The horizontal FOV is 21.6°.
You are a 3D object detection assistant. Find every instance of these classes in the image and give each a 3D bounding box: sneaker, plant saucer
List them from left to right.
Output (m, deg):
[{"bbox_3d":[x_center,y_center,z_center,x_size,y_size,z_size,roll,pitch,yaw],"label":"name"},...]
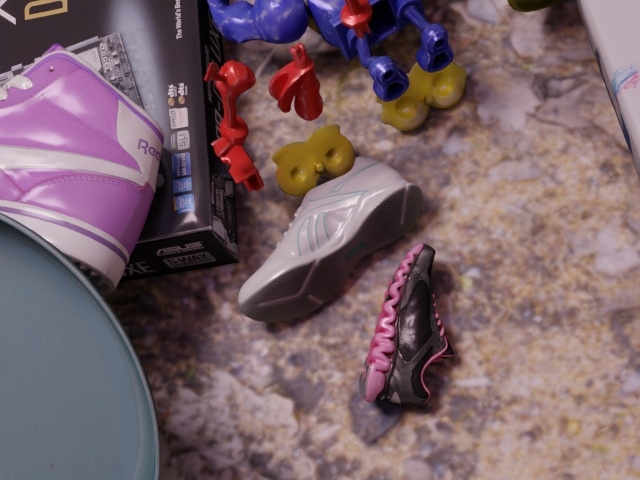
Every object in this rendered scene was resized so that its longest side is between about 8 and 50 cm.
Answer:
[{"bbox_3d":[-0.247,0.109,1.131,0.317,0.044,0.318,7,113,17],"label":"plant saucer"},{"bbox_3d":[-0.245,-0.070,1.182,0.282,0.102,0.161,15,71,8],"label":"sneaker"},{"bbox_3d":[0.000,0.000,1.199,0.152,0.054,0.061,-38,50,-5],"label":"sneaker"},{"bbox_3d":[0.067,0.061,1.162,0.057,0.047,0.119,17,75,0],"label":"sneaker"}]

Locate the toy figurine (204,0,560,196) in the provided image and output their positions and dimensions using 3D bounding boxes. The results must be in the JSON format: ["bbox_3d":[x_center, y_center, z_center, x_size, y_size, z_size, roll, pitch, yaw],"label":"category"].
[{"bbox_3d":[0.034,-0.225,1.207,0.362,0.191,0.217,-33,59,-2],"label":"toy figurine"}]

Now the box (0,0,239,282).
[{"bbox_3d":[-0.195,-0.115,1.275,0.242,0.076,0.307,-9,68,11],"label":"box"}]

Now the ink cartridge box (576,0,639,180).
[{"bbox_3d":[0.276,-0.112,1.144,0.154,0.093,0.212,-19,67,6],"label":"ink cartridge box"}]
